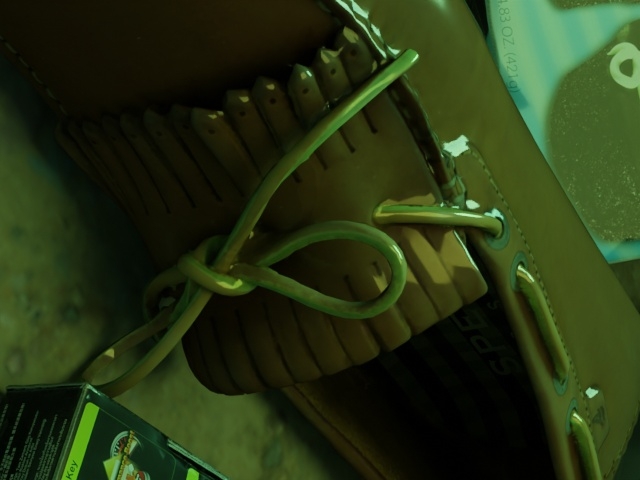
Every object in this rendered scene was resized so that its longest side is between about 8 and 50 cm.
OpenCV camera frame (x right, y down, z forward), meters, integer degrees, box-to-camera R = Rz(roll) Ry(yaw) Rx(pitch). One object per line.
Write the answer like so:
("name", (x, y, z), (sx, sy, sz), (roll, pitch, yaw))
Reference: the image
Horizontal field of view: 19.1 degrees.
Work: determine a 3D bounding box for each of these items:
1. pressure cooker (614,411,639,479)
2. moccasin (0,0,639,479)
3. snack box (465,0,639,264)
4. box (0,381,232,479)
("pressure cooker", (0.347, 0.183, 0.821), (0.370, 0.420, 0.376), (-3, 88, -53))
("moccasin", (-0.003, 0.000, 0.642), (0.380, 0.139, 0.147), (54, 36, -45))
("snack box", (0.135, -0.155, 0.826), (0.187, 0.060, 0.322), (-9, 92, -23))
("box", (-0.057, 0.169, 0.607), (0.184, 0.045, 0.191), (38, 57, -40))
